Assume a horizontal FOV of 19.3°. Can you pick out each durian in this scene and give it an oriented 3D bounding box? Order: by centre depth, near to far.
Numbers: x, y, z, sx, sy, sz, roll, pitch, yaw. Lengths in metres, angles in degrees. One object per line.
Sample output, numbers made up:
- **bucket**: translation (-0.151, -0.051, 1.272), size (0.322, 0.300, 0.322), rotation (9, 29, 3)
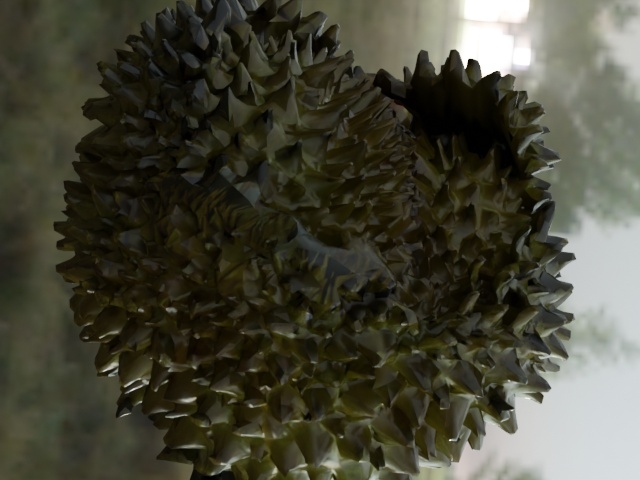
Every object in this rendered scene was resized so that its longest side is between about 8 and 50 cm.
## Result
- **durian**: translation (-0.011, 0.001, 0.927), size (0.258, 0.258, 0.293), rotation (89, -10, -47)
